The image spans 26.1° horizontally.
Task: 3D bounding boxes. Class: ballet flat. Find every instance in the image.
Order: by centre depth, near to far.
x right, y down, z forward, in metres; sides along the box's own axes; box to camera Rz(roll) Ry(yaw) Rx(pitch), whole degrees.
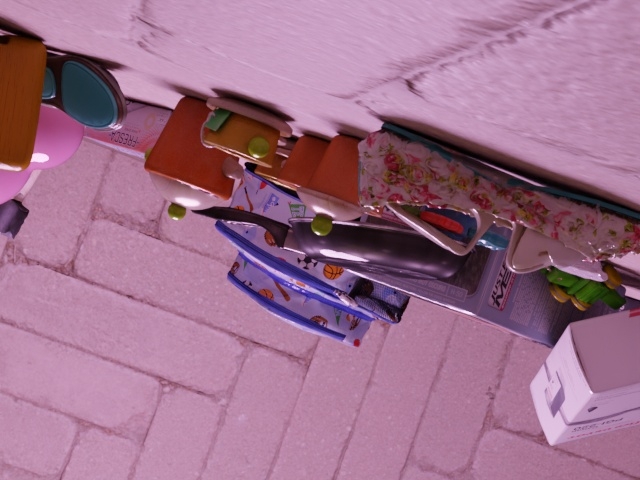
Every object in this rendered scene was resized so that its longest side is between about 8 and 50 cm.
[{"bbox_3d":[0.137,-0.018,1.071,0.241,0.077,0.091,20,177,4],"label":"ballet flat"},{"bbox_3d":[-0.258,-0.167,1.456,0.213,0.072,0.068,20,-154,38],"label":"ballet flat"}]

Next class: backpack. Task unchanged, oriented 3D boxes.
[{"bbox_3d":[-0.017,0.011,1.912,0.263,0.213,0.276,35,172,-38],"label":"backpack"}]

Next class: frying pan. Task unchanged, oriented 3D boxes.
[{"bbox_3d":[-0.002,-0.003,1.434,0.326,0.053,0.197,8,175,9],"label":"frying pan"}]

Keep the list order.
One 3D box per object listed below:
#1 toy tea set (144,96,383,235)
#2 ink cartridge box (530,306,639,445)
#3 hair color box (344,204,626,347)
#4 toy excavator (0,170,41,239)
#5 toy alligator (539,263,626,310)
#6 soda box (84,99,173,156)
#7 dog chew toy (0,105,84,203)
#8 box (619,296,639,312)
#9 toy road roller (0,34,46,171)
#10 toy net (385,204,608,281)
[{"bbox_3d":[-0.057,-0.055,1.358,0.200,0.124,0.336,21,178,-17],"label":"toy tea set"},{"bbox_3d":[0.355,0.160,1.644,0.159,0.092,0.218,-12,159,-9],"label":"ink cartridge box"},{"bbox_3d":[0.209,0.047,1.668,0.185,0.113,0.374,18,177,35],"label":"hair color box"},{"bbox_3d":[-0.598,-0.210,1.875,0.445,0.222,0.433,29,178,6],"label":"toy excavator"},{"bbox_3d":[0.276,0.032,1.541,0.190,0.056,0.051,22,-142,-38],"label":"toy alligator"},{"bbox_3d":[-0.223,-0.137,1.729,0.058,0.063,0.183,22,177,-41],"label":"soda box"},{"bbox_3d":[-0.442,-0.121,1.673,0.332,0.206,0.206,-18,178,0],"label":"dog chew toy"},{"bbox_3d":[0.527,0.202,1.951,0.270,0.165,0.143,19,177,25],"label":"box"},{"bbox_3d":[-0.425,-0.155,1.436,0.241,0.202,0.329,9,-178,-22],"label":"toy road roller"},{"bbox_3d":[0.182,-0.012,1.372,0.232,0.045,0.122,17,175,40],"label":"toy net"}]
